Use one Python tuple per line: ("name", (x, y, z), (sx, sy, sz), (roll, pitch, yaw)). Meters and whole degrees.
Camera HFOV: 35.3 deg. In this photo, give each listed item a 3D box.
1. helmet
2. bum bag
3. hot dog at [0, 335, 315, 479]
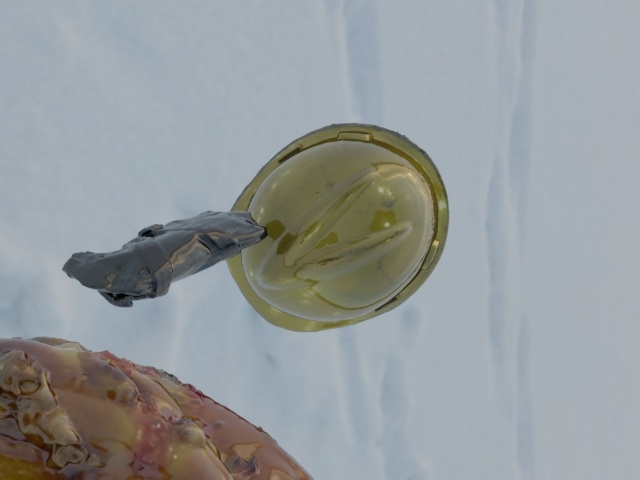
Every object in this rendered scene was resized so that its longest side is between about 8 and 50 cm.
("helmet", (0.000, 0.000, 0.997), (0.205, 0.257, 0.140), (58, 17, -1))
("bum bag", (-0.127, 0.013, 0.877), (0.197, 0.087, 0.049), (-25, 119, -46))
("hot dog", (-0.107, 0.115, 0.391), (0.150, 0.256, 0.153), (81, 24, -74))
